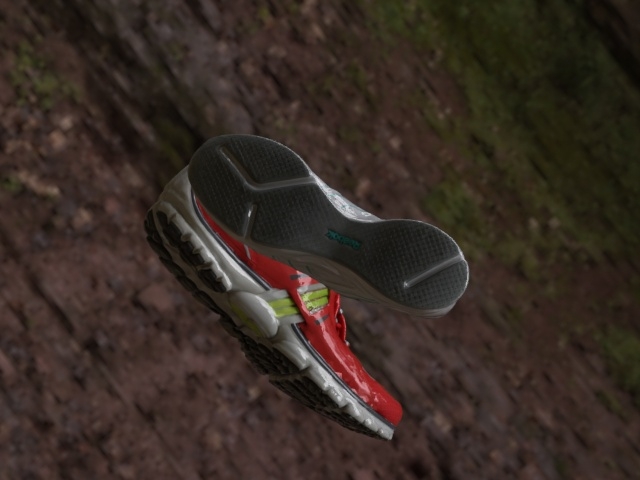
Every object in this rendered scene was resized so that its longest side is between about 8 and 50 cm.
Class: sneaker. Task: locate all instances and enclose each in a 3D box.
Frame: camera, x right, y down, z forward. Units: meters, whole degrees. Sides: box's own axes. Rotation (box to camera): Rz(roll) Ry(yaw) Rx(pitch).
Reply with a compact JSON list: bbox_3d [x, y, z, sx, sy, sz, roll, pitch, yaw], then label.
[{"bbox_3d":[-0.010,0.044,1.125,0.279,0.118,0.107,51,-19,-22],"label":"sneaker"},{"bbox_3d":[0.000,0.000,0.722,0.152,0.054,0.061,30,-16,9],"label":"sneaker"}]
